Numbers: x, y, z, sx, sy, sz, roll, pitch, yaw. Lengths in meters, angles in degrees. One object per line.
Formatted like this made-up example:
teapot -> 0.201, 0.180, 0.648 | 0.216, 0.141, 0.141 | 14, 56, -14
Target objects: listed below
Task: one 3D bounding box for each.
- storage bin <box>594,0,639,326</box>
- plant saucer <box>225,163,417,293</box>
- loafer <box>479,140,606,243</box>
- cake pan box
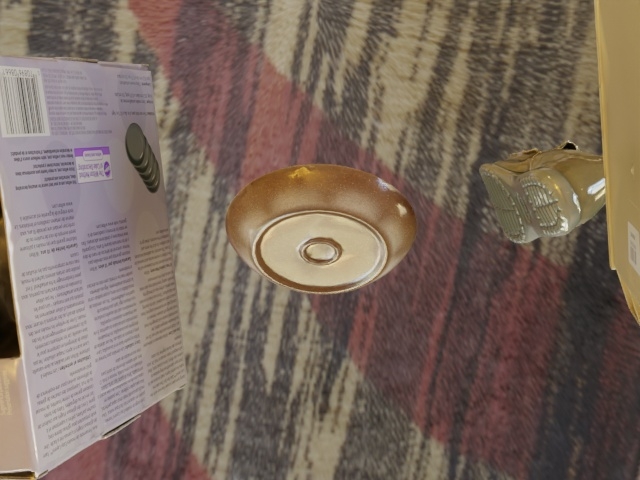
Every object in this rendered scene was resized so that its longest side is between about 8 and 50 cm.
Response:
storage bin -> 0.267, -0.052, 0.842 | 0.123, 0.262, 0.260 | -5, 100, 6
plant saucer -> 0.000, 0.000, 1.283 | 0.198, 0.036, 0.198 | 2, 141, 1
loafer -> 0.239, -0.051, 1.307 | 0.087, 0.251, 0.094 | -24, 100, -8
cake pan box -> -0.171, 0.006, 0.818 | 0.070, 0.267, 0.246 | -7, 95, 15
